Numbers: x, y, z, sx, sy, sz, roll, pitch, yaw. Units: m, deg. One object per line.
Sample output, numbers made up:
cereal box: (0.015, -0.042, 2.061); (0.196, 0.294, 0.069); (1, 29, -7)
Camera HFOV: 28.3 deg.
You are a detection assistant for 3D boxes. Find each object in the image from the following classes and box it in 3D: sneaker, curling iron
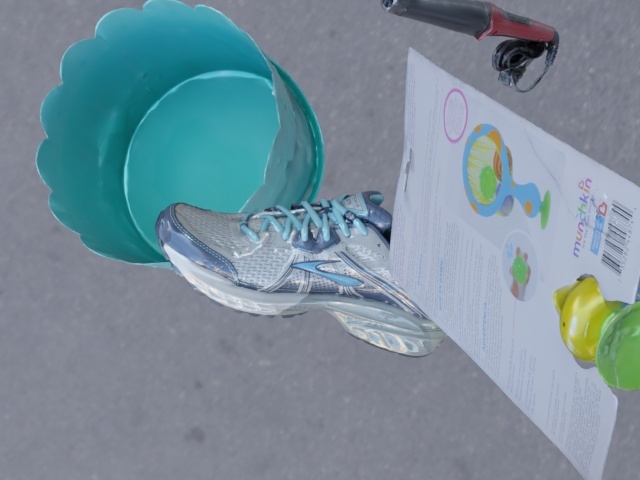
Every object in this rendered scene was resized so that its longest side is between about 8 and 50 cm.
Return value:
sneaker: (0.000, 0.000, 1.097); (0.283, 0.110, 0.122); (15, 122, -18)
curling iron: (0.136, -0.177, 1.095); (0.035, 0.274, 0.068); (34, 105, 31)

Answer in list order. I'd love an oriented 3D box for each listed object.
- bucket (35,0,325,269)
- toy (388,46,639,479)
bucket: (-0.138, -0.096, 1.337); (0.281, 0.183, 0.281); (-3, 80, 17)
toy: (0.103, 0.000, 0.623); (0.056, 0.237, 0.137); (-3, 113, -17)
